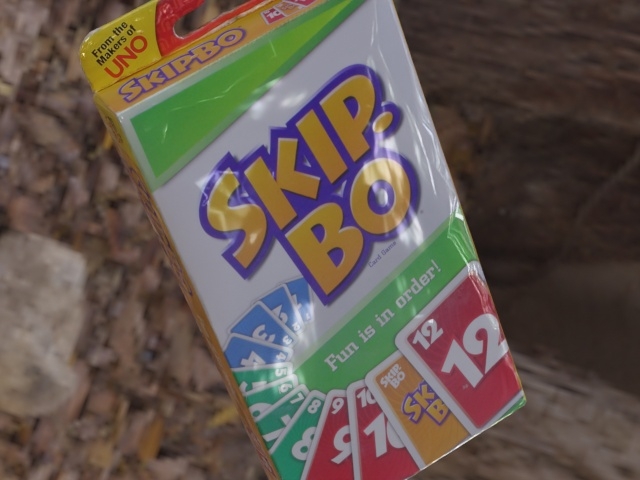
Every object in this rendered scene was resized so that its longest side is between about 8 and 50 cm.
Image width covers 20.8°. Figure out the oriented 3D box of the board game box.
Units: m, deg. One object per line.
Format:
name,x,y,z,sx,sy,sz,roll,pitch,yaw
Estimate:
board game box,0.000,0.000,0.742,0.124,0.039,0.259,-31,121,-14
